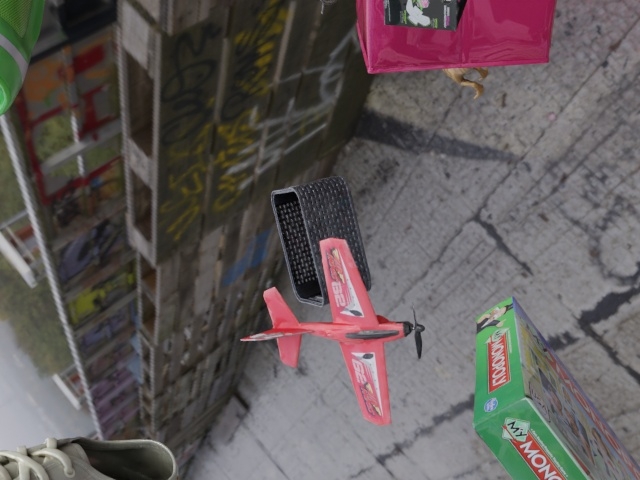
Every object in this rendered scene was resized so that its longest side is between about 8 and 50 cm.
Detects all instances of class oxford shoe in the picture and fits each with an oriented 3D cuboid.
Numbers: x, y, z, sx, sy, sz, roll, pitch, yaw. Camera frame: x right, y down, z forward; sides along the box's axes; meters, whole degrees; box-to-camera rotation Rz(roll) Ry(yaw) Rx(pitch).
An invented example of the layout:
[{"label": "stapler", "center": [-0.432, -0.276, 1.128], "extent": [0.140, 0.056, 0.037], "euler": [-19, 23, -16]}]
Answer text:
[{"label": "oxford shoe", "center": [-0.333, 0.279, 0.751], "extent": [0.169, 0.130, 0.449], "euler": [25, -173, 39]}]

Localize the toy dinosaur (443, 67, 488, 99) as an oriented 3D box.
[{"label": "toy dinosaur", "center": [0.256, -0.309, 1.278], "extent": [0.112, 0.064, 0.211], "euler": [24, -170, -18]}]

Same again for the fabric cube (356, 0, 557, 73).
[{"label": "fabric cube", "center": [0.180, -0.404, 0.983], "extent": [0.254, 0.259, 0.258], "euler": [-94, 1, -58]}]

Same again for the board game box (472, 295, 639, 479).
[{"label": "board game box", "center": [0.234, 0.212, 0.565], "extent": [0.046, 0.213, 0.317], "euler": [-36, 94, 19]}]

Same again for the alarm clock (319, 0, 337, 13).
[{"label": "alarm clock", "center": [0.024, -0.560, 1.400], "extent": [0.064, 0.192, 0.129], "euler": [36, -172, 22]}]

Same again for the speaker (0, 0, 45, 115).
[{"label": "speaker", "center": [-0.325, -0.260, 0.653], "extent": [0.131, 0.131, 0.296], "euler": [118, 152, -61]}]

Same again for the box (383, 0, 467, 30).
[{"label": "box", "center": [0.118, -0.276, 0.787], "extent": [0.083, 0.062, 0.052], "euler": [12, 143, 18]}]

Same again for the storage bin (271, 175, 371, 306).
[{"label": "storage bin", "center": [0.000, 0.000, 1.067], "extent": [0.122, 0.084, 0.180], "euler": [1, 107, 67]}]

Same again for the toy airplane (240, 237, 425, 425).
[{"label": "toy airplane", "center": [0.009, 0.070, 0.529], "extent": [0.151, 0.028, 0.151], "euler": [10, 113, 24]}]
